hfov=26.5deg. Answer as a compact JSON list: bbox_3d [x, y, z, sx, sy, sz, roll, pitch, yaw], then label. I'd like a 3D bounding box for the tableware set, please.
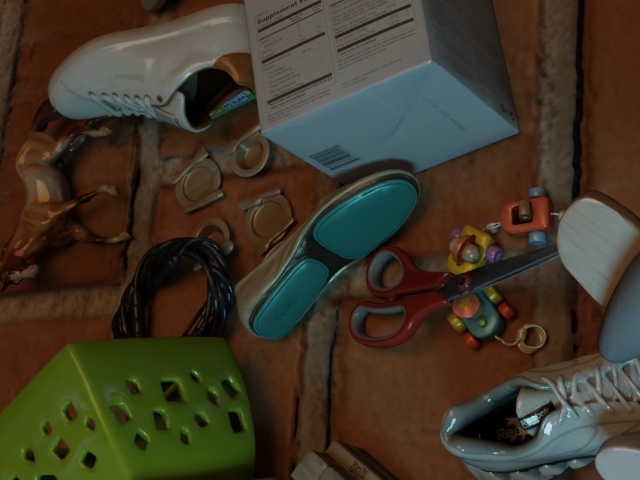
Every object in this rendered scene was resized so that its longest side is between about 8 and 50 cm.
[{"bbox_3d":[-0.103,-0.047,1.554,0.141,0.020,0.168,-29,60,21],"label":"tableware set"}]

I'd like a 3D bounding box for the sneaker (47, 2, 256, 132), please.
[{"bbox_3d":[-0.196,-0.174,1.554,0.290,0.106,0.123,-16,64,27],"label":"sneaker"}]

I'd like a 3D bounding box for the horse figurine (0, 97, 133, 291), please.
[{"bbox_3d":[-0.320,-0.076,1.675,0.175,0.066,0.263,-16,68,21],"label":"horse figurine"}]

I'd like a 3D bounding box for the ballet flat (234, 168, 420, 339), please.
[{"bbox_3d":[0.000,0.000,1.442,0.248,0.086,0.086,-43,56,14],"label":"ballet flat"}]

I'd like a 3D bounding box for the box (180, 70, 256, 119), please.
[{"bbox_3d":[-0.089,-0.218,1.592,0.179,0.043,0.105,-23,62,27],"label":"box"}]

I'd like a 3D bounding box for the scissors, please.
[{"bbox_3d":[0.129,0.055,1.313,0.297,0.021,0.109,-2,69,52],"label":"scissors"}]

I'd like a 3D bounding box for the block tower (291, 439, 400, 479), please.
[{"bbox_3d":[-0.047,0.357,1.335,0.097,0.091,0.335,36,94,36],"label":"block tower"}]

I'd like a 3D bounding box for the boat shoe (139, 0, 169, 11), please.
[{"bbox_3d":[-0.160,-0.359,1.678,0.065,0.083,0.183,56,132,33],"label":"boat shoe"}]

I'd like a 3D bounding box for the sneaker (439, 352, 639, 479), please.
[{"bbox_3d":[0.243,0.148,1.209,0.292,0.118,0.110,-23,61,22],"label":"sneaker"}]

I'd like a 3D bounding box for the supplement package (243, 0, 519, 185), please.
[{"bbox_3d":[0.055,-0.224,1.404,0.198,0.199,0.262,-21,64,26],"label":"supplement package"}]

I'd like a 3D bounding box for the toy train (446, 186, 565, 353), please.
[{"bbox_3d":[0.177,0.026,1.335,0.125,0.046,0.166,-4,71,32],"label":"toy train"}]

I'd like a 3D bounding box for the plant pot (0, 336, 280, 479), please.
[{"bbox_3d":[-0.190,0.243,1.369,0.228,0.227,0.207,-46,61,29],"label":"plant pot"}]

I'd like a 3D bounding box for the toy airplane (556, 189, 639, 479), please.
[{"bbox_3d":[0.380,0.135,1.018,0.386,0.272,0.384,-3,94,10],"label":"toy airplane"}]

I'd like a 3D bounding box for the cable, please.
[{"bbox_3d":[-0.166,0.073,1.533,0.150,0.047,0.184,41,108,42],"label":"cable"}]
